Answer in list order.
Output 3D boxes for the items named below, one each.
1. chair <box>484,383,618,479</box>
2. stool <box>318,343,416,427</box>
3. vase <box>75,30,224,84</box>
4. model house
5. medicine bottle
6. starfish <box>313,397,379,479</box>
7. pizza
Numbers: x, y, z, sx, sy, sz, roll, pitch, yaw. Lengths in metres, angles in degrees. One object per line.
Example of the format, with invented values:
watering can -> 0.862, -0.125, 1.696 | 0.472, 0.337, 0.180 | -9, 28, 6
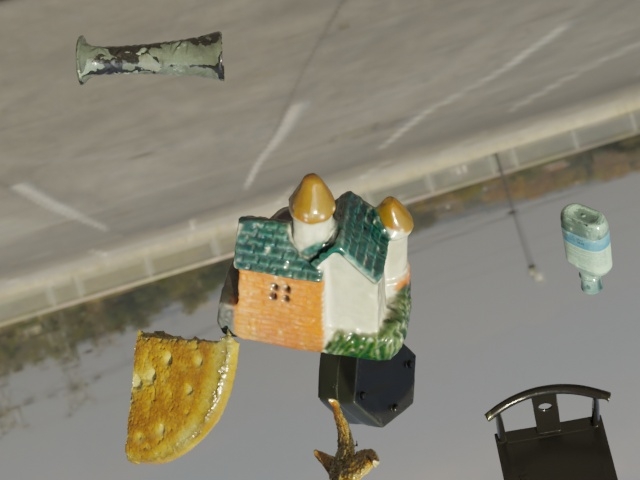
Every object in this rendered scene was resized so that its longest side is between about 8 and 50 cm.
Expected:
chair -> 0.309, 0.300, 1.399 | 0.155, 0.141, 0.260 | -12, 148, 7
stool -> 0.109, 0.317, 2.525 | 0.232, 0.232, 0.141 | -17, -170, -40
vase -> -0.196, -0.210, 1.248 | 0.167, 0.059, 0.059 | -3, 180, -3
model house -> 0.000, 0.000, 1.488 | 0.272, 0.300, 0.190 | 10, -134, 8
medicine bottle -> 0.484, 0.020, 1.959 | 0.090, 0.208, 0.053 | 26, -117, 35
starfish -> 0.059, 0.410, 1.978 | 0.050, 0.138, 0.247 | 4, -157, -30
pizza -> -0.214, 0.213, 1.592 | 0.058, 0.197, 0.292 | 6, 129, -48
